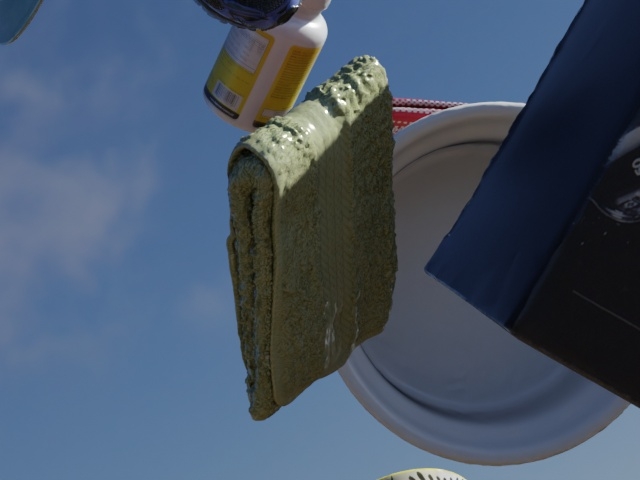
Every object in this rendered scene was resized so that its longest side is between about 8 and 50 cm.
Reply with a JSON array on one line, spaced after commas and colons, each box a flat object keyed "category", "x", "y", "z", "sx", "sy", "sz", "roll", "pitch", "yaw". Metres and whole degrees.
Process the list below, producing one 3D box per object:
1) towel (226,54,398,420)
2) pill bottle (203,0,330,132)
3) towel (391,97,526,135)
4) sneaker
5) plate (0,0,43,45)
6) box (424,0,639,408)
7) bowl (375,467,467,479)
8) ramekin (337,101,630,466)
[{"category": "towel", "x": 0.000, "y": 0.000, "z": 0.800, "sx": 0.110, "sy": 0.027, "sz": 0.148, "roll": -40, "pitch": -42, "yaw": -42}, {"category": "pill bottle", "x": -0.055, "y": -0.220, "z": 2.037, "sx": 0.103, "sy": 0.103, "sz": 0.184, "roll": -1, "pitch": -52, "yaw": -44}, {"category": "towel", "x": 0.073, "y": -0.055, "z": 1.628, "sx": 0.198, "sy": 0.031, "sz": 0.275, "roll": 2, "pitch": -26, "yaw": -11}, {"category": "sneaker", "x": -0.099, "y": -0.253, "z": 1.413, "sx": 0.083, "sy": 0.221, "sz": 0.087, "roll": -42, "pitch": -10, "yaw": -3}, {"category": "plate", "x": -0.232, "y": -0.247, "z": 1.419, "sx": 0.024, "sy": 0.188, "sz": 0.188, "roll": 17, "pitch": -31, "yaw": -25}, {"category": "box", "x": 0.287, "y": -0.023, "z": 0.909, "sx": 0.343, "sy": 0.313, "sz": 0.179, "roll": 29, "pitch": 3, "yaw": -13}, {"category": "bowl", "x": 0.078, "y": 0.287, "z": 1.567, "sx": 0.170, "sy": 0.080, "sz": 0.170, "roll": -14, "pitch": -47, "yaw": -15}, {"category": "ramekin", "x": 0.129, "y": 0.031, "z": 1.426, "sx": 0.277, "sy": 0.277, "sz": 0.135, "roll": -16, "pitch": 3, "yaw": -4}]
